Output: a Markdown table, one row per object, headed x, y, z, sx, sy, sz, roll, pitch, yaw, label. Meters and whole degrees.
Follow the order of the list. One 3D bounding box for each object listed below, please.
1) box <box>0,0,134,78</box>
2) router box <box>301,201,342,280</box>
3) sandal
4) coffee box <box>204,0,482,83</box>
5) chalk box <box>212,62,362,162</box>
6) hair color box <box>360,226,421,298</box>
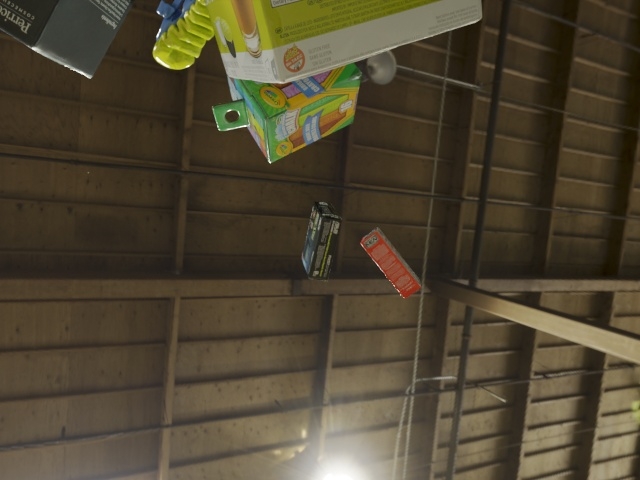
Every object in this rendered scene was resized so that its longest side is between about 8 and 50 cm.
| x | y | z | sx | sy | sz | roll | pitch | yaw | label |
| --- | --- | --- | --- | --- | --- | --- | --- | --- | --- |
| -0.501 | -0.570 | 0.892 | 0.293 | 0.212 | 0.395 | 31 | -84 | -1 | box |
| 0.000 | 0.000 | 0.885 | 0.038 | 0.092 | 0.123 | 7 | -71 | -15 | router box |
| -0.262 | -0.516 | 1.061 | 0.126 | 0.317 | 0.138 | 10 | -117 | -59 | sandal |
| -0.006 | -0.460 | 0.742 | 0.338 | 0.337 | 0.334 | -23 | -63 | -16 | coffee box |
| -0.085 | -0.305 | 1.031 | 0.289 | 0.180 | 0.179 | -30 | -106 | -11 | chalk box |
| 0.141 | 0.043 | 0.965 | 0.043 | 0.072 | 0.141 | -38 | -90 | 12 | hair color box |
